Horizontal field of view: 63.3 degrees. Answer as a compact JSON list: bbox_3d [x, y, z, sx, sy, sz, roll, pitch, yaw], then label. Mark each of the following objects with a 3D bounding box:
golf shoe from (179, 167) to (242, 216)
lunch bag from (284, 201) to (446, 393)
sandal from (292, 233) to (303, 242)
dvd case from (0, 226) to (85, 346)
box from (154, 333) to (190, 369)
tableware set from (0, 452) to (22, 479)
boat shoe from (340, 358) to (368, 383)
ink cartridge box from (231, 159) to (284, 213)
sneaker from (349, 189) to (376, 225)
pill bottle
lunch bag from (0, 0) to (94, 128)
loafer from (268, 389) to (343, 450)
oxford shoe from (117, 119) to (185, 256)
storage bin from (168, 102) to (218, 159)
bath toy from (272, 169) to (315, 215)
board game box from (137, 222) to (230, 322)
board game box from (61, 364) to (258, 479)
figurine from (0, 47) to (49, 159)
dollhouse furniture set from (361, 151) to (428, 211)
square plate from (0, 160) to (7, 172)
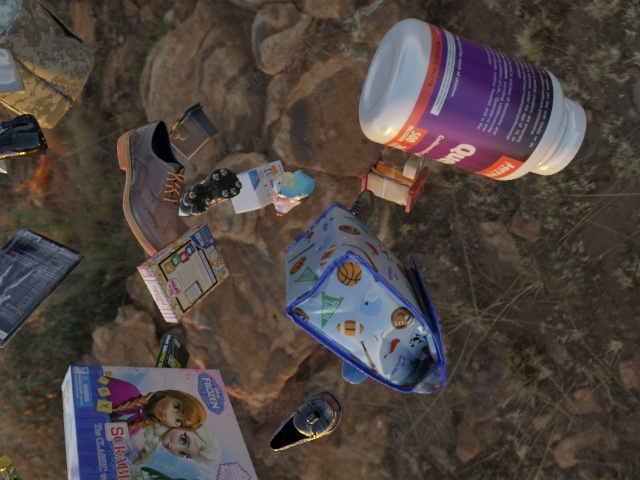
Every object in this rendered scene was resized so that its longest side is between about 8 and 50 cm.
[{"bbox_3d":[-0.368,-0.155,1.687,0.120,0.273,0.105,-20,101,38],"label":"golf shoe"},{"bbox_3d":[0.123,0.135,1.196,0.239,0.328,0.385,-43,107,14],"label":"lunch bag"},{"bbox_3d":[0.000,0.000,1.672,0.219,0.089,0.060,15,119,47],"label":"sandal"},{"bbox_3d":[-0.592,0.082,1.003,0.164,0.221,0.018,21,145,16],"label":"dvd case"},{"bbox_3d":[-0.535,0.456,1.860,0.045,0.184,0.191,5,146,9],"label":"box"},{"bbox_3d":[-0.523,0.411,0.898,0.104,0.024,0.154,42,144,21],"label":"tableware set"},{"bbox_3d":[0.138,0.288,1.473,0.108,0.089,0.259,25,111,6],"label":"boat shoe"},{"bbox_3d":[-0.284,-0.248,2.389,0.168,0.232,0.171,-10,105,38],"label":"ink cartridge box"},{"bbox_3d":[0.110,-0.071,1.535,0.066,0.071,0.189,15,79,29],"label":"sneaker"},{"bbox_3d":[0.234,-0.202,0.801,0.181,0.322,0.182,-166,90,-75],"label":"pill bottle"},{"bbox_3d":[-0.727,-0.460,1.275,0.212,0.305,0.256,37,86,18],"label":"lunch bag"},{"bbox_3d":[-0.044,0.506,1.416,0.109,0.095,0.302,53,134,12],"label":"loafer"},{"bbox_3d":[-0.396,-0.125,1.270,0.132,0.130,0.364,-23,79,24],"label":"oxford shoe"},{"bbox_3d":[-0.344,-0.283,1.381,0.135,0.098,0.091,-36,102,32],"label":"storage bin"},{"bbox_3d":[-0.132,-0.184,2.085,0.151,0.129,0.348,31,167,-7],"label":"bath toy"},{"bbox_3d":[-0.304,0.070,1.186,0.045,0.193,0.147,-4,117,35],"label":"board game box"},{"bbox_3d":[-0.301,0.375,0.975,0.066,0.317,0.319,-60,41,22],"label":"board game box"},{"bbox_3d":[-0.682,-0.249,1.022,0.092,0.209,0.215,4,112,63],"label":"figurine"},{"bbox_3d":[0.275,-0.298,1.821,0.201,0.152,0.374,24,142,19],"label":"dollhouse furniture set"},{"bbox_3d":[-0.967,-0.292,1.256,0.347,0.344,0.049,14,69,39],"label":"square plate"}]
